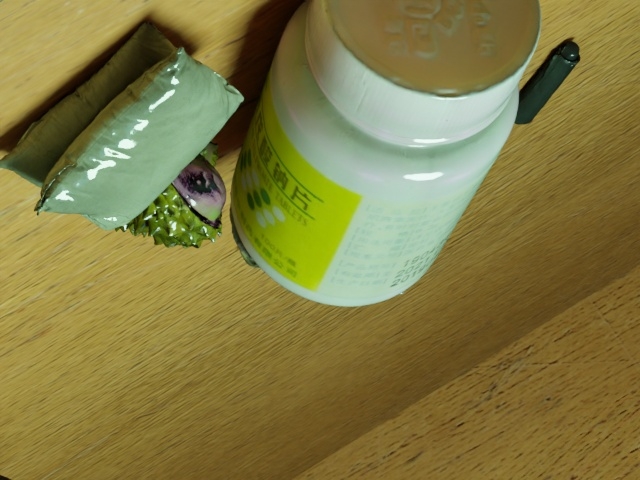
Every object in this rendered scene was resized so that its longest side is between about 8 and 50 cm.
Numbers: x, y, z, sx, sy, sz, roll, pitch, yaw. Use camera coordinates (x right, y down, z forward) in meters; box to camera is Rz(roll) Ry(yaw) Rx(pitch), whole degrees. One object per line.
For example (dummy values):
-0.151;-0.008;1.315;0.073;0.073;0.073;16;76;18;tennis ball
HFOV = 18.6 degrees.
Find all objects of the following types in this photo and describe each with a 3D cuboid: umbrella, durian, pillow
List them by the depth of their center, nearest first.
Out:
-0.154;-0.089;1.588;0.181;0.078;0.134;-43;147;12;pillow
-0.146;-0.032;1.726;0.119;0.108;0.186;-38;164;11;durian
0.256;-0.179;2.219;0.036;0.031;0.133;-55;-179;-42;umbrella

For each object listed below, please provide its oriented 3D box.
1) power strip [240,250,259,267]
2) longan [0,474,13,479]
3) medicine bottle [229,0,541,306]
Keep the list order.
0.000;0.000;2.227;0.092;0.034;0.268;-40;163;17;power strip
-0.419;0.426;2.074;0.391;0.391;0.391;-31;163;-10;longan
0.052;-0.106;1.709;0.213;0.213;0.379;-26;162;-24;medicine bottle
